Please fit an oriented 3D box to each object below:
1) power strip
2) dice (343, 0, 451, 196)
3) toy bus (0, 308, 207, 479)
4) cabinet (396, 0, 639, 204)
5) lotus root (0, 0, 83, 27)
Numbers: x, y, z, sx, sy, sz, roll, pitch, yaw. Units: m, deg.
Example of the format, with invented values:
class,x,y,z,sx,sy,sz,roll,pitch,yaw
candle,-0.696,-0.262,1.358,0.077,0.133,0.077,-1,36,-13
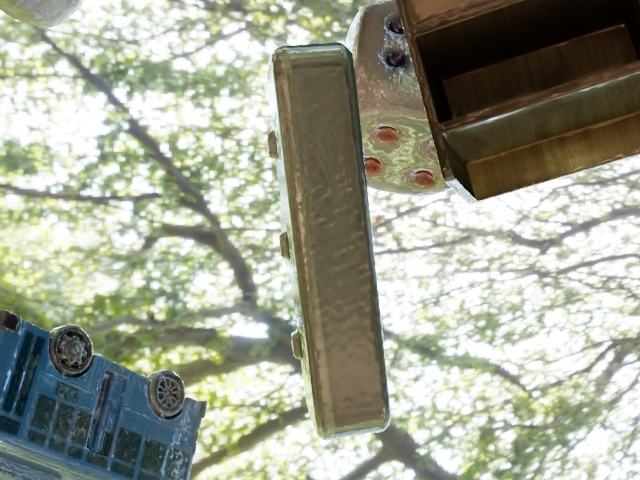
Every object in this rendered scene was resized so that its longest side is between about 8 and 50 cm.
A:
class,x,y,z,sx,sy,sz,roll,pitch,yaw
power strip,-0.001,0.000,0.713,0.059,0.193,0.265,-7,-89,-4
dice,0.115,-0.181,1.256,0.192,0.193,0.194,112,-10,-58
toy bus,-0.226,0.160,0.857,0.116,0.234,0.133,-16,-127,39
cabinet,0.159,-0.162,0.753,0.175,0.148,0.215,-16,-100,14
lotus root,-0.371,-0.355,1.161,0.128,0.260,0.145,7,-108,17
